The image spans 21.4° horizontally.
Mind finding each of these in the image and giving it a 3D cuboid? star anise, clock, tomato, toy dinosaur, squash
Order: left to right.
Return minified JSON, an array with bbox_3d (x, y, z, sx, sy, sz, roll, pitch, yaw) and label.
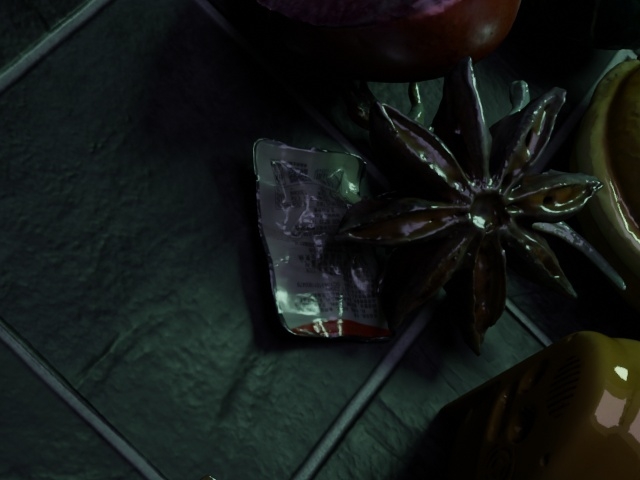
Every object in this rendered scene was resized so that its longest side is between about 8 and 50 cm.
[{"bbox_3d":[0.072,-0.265,1.924,0.290,0.335,0.176,-40,132,-31],"label":"tomato"},{"bbox_3d":[0.161,-0.039,1.850,0.332,0.117,0.331,-5,104,-21],"label":"star anise"},{"bbox_3d":[0.201,-0.075,1.982,0.393,0.092,0.205,50,54,1],"label":"toy dinosaur"},{"bbox_3d":[0.250,0.223,1.701,0.200,0.317,0.244,25,53,-11],"label":"clock"},{"bbox_3d":[0.372,-0.343,2.169,0.252,0.165,0.252,-1,35,0],"label":"squash"}]

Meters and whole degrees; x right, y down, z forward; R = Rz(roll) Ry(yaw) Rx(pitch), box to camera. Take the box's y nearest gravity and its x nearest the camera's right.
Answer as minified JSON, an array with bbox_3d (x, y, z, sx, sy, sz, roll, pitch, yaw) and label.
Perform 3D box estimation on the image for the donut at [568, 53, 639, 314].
[{"bbox_3d":[0.499,-0.040,2.097,0.449,0.198,0.449,16,55,-25],"label":"donut"}]

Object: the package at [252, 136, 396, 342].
[{"bbox_3d":[0.000,0.000,1.846,0.166,0.040,0.232,4,68,-38],"label":"package"}]

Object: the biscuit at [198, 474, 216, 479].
[{"bbox_3d":[-0.108,0.287,1.616,0.119,0.019,0.130,16,57,-25],"label":"biscuit"}]
